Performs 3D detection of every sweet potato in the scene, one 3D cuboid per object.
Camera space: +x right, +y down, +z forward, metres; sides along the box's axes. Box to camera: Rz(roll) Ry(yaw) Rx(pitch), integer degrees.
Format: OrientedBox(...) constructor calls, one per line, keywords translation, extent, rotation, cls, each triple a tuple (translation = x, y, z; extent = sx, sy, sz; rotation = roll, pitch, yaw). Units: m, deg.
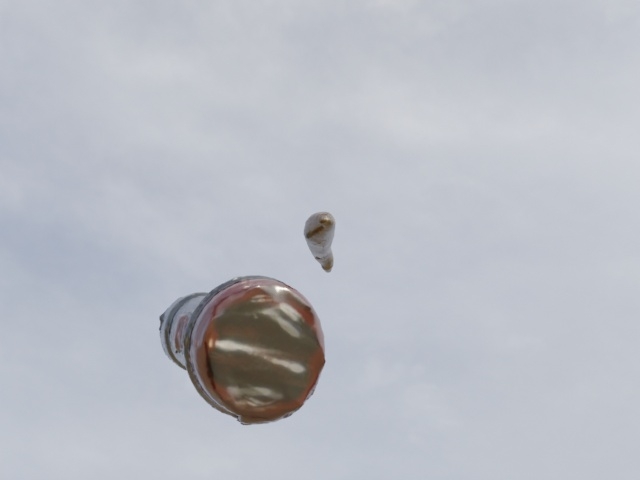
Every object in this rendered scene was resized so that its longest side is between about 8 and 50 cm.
OrientedBox(translation=(0.000, 0.000, 0.510), extent=(0.026, 0.026, 0.115), rotation=(-1, -19, 1), cls="sweet potato")

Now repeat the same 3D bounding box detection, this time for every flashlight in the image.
OrientedBox(translation=(-0.076, 0.072, 0.480), extent=(0.092, 0.232, 0.093), rotation=(2, -94, -24), cls="flashlight")
